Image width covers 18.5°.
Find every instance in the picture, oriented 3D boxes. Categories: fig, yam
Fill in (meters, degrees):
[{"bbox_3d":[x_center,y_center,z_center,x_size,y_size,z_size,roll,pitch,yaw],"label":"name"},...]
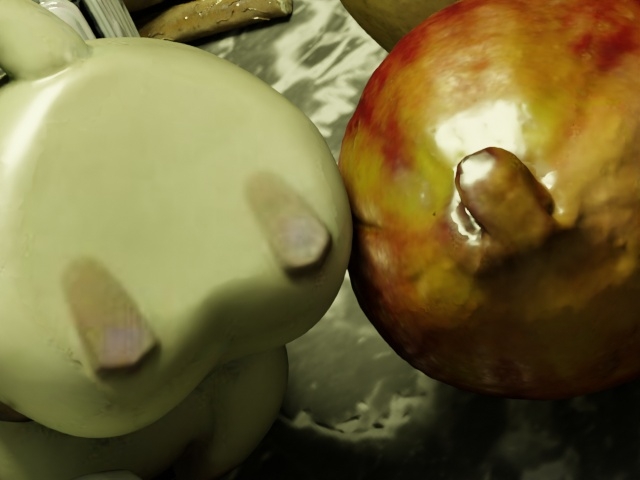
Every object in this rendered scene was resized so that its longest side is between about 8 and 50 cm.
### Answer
[{"bbox_3d":[0.112,-0.024,1.041,0.224,0.224,0.263,-5,32,29],"label":"fig"},{"bbox_3d":[-0.091,-0.157,1.414,0.145,0.032,0.032,-13,48,21],"label":"yam"}]

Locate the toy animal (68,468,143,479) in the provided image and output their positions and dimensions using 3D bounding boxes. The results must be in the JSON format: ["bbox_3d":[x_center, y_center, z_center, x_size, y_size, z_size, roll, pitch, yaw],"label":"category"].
[{"bbox_3d":[-0.193,0.273,0.954,0.367,0.241,0.196,-41,42,-5],"label":"toy animal"}]

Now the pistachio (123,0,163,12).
[{"bbox_3d":[-0.131,-0.287,1.460,0.181,0.162,0.293,-45,31,48],"label":"pistachio"}]

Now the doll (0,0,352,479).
[{"bbox_3d":[-0.117,0.031,1.062,0.226,0.370,0.215,40,64,15],"label":"doll"}]

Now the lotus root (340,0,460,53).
[{"bbox_3d":[0.078,-0.199,1.149,0.183,0.310,0.183,-15,60,27],"label":"lotus root"}]

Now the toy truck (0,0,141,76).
[{"bbox_3d":[-0.290,-0.059,1.318,0.363,0.176,0.178,-23,23,3],"label":"toy truck"}]
